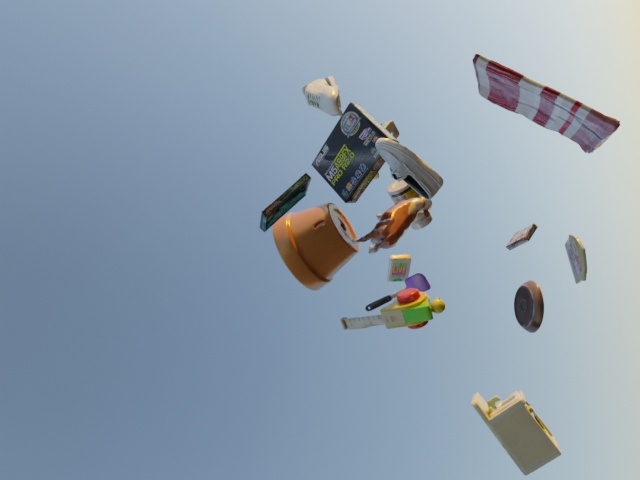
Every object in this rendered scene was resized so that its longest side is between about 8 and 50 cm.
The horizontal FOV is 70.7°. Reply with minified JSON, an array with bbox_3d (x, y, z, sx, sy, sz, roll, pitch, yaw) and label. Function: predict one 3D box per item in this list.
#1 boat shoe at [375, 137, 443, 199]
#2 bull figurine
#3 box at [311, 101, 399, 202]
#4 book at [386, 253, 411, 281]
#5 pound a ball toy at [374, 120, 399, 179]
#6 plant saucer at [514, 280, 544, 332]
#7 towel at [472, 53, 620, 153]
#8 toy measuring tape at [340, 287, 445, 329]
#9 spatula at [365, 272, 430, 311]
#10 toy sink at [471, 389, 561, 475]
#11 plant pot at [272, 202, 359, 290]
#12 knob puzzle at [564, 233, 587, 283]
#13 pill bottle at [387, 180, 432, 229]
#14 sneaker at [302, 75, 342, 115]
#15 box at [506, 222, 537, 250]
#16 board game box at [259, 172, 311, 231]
[{"bbox_3d":[0.195,-0.161,1.037,0.184,0.066,0.063,37,-103,-12],"label":"boat shoe"},{"bbox_3d":[0.244,-0.059,1.486,0.310,0.188,0.101,-37,-85,-43],"label":"bull figurine"},{"bbox_3d":[0.111,-0.296,1.546,0.060,0.270,0.216,-7,-129,-50],"label":"box"},{"bbox_3d":[0.358,0.129,2.065,0.035,0.096,0.144,-93,2,-51],"label":"book"},{"bbox_3d":[0.259,-0.399,2.073,0.319,0.208,0.135,-55,-48,-18],"label":"pound a ball toy"},{"bbox_3d":[0.666,0.213,1.456,0.168,0.029,0.168,-178,90,-89],"label":"plant saucer"},{"bbox_3d":[0.505,-0.312,1.046,0.037,0.329,0.237,-58,-19,12],"label":"towel"},{"bbox_3d":[0.222,0.215,1.369,0.121,0.330,0.121,28,-126,-49],"label":"toy measuring tape"},{"bbox_3d":[0.322,0.231,1.930,0.084,0.296,0.030,63,-167,6],"label":"spatula"},{"bbox_3d":[0.583,0.538,1.347,0.234,0.131,0.153,54,-167,20],"label":"toy sink"},{"bbox_3d":[0.000,0.000,1.578,0.291,0.203,0.291,49,-159,-26],"label":"plant pot"},{"bbox_3d":[1.007,0.063,1.752,0.213,0.030,0.213,-10,-90,-77],"label":"knob puzzle"},{"bbox_3d":[0.378,-0.154,1.886,0.208,0.119,0.119,55,-131,-22],"label":"pill bottle"},{"bbox_3d":[0.006,-0.405,1.288,0.235,0.095,0.090,-107,11,-60],"label":"sneaker"},{"bbox_3d":[0.896,-0.015,2.011,0.027,0.137,0.094,41,-112,3],"label":"box"},{"bbox_3d":[-0.106,-0.111,1.346,0.026,0.126,0.186,43,-109,6],"label":"board game box"}]
